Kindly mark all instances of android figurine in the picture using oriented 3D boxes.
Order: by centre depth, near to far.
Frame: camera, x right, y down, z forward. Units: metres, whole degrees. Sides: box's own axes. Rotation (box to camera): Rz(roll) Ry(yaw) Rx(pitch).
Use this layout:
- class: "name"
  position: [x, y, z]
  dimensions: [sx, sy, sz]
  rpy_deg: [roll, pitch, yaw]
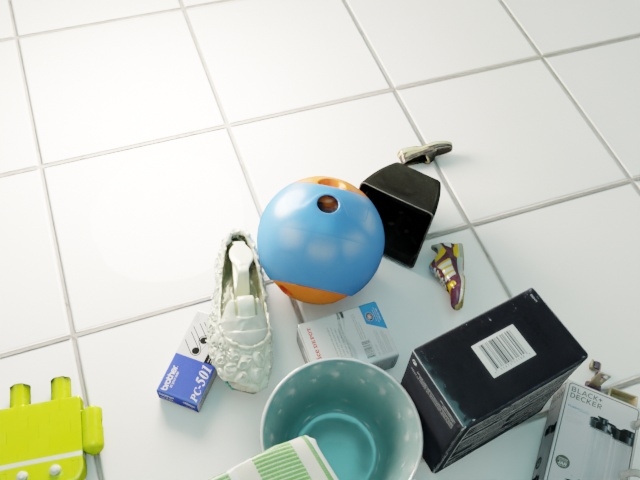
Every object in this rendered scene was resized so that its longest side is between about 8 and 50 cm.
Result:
- class: "android figurine"
  position: [-0.561, 0.410, 1.405]
  dimensions: [0.248, 0.056, 0.273]
  rpy_deg: [-7, 57, -9]

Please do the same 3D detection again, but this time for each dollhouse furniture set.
- class: "dollhouse furniture set"
  position: [0.656, 0.312, 1.549]
  dimensions: [0.114, 0.081, 0.091]
  rpy_deg: [20, 58, 8]

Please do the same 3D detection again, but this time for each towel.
- class: "towel"
  position: [-0.095, 0.493, 1.181]
  dimensions: [0.324, 0.038, 0.248]
  rpy_deg: [-22, 62, -27]

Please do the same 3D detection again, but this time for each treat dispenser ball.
- class: "treat dispenser ball"
  position: [0.000, 0.000, 1.575]
  dimensions: [0.288, 0.288, 0.288]
  rpy_deg: [2, 57, -3]

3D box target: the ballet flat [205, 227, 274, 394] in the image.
- class: "ballet flat"
  position: [-0.178, 0.130, 1.522]
  dimensions: [0.146, 0.147, 0.409]
  rpy_deg: [-5, 46, -8]

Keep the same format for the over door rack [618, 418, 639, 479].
- class: "over door rack"
  position: [0.672, 0.531, 1.354]
  dimensions: [0.324, 0.108, 0.240]
  rpy_deg: [42, 57, -20]

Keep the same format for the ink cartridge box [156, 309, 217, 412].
- class: "ink cartridge box"
  position: [-0.266, 0.260, 1.529]
  dimensions: [0.097, 0.046, 0.207]
  rpy_deg: [18, 58, 7]

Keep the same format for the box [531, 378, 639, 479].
- class: "box"
  position: [0.542, 0.454, 1.446]
  dimensions: [0.169, 0.087, 0.290]
  rpy_deg: [23, 58, 10]

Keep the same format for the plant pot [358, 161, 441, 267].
- class: "plant pot"
  position: [0.194, -0.081, 1.716]
  dimensions: [0.188, 0.188, 0.167]
  rpy_deg: [25, 46, 11]

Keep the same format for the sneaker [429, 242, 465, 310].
- class: "sneaker"
  position: [0.302, 0.087, 1.681]
  dimensions: [0.083, 0.070, 0.186]
  rpy_deg: [1, 51, 7]

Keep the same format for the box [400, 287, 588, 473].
- class: "box"
  position: [0.323, 0.287, 1.412]
  dimensions: [0.296, 0.294, 0.183]
  rpy_deg: [-23, 60, -18]

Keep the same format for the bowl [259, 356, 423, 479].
- class: "bowl"
  position: [0.036, 0.406, 1.390]
  dimensions: [0.311, 0.163, 0.312]
  rpy_deg: [2, 57, -3]

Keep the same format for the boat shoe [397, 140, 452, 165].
- class: "boat shoe"
  position: [0.285, -0.229, 1.887]
  dimensions: [0.152, 0.056, 0.049]
  rpy_deg: [-12, 64, -1]

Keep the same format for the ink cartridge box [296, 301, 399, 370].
- class: "ink cartridge box"
  position: [0.057, 0.234, 1.550]
  dimensions: [0.190, 0.082, 0.140]
  rpy_deg: [-16, 60, -13]
